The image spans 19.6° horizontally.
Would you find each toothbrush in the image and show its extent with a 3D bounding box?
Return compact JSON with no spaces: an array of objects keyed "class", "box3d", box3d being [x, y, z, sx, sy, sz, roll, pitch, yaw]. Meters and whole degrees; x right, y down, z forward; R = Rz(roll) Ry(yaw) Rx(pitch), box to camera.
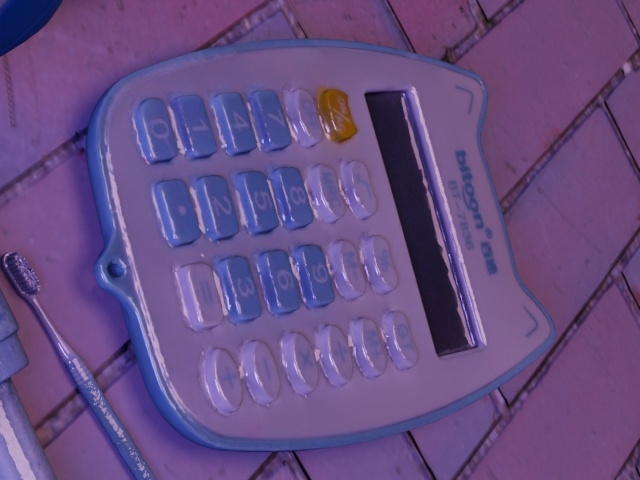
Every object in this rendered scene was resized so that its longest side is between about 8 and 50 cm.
[{"class":"toothbrush","box3d":[-0.124,0.077,0.992,0.011,0.014,0.167,-38,106,-34]}]

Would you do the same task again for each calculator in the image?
[{"class":"calculator","box3d":[0.000,0.000,1.151,0.386,0.054,0.256,-8,81,-51]}]

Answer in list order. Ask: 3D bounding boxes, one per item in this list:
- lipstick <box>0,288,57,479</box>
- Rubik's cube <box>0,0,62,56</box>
[{"class":"lipstick","box3d":[-0.170,0.072,0.898,0.068,0.061,0.274,-31,99,-53]},{"class":"Rubik's cube","box3d":[-0.208,-0.201,0.849,0.254,0.254,0.254,25,56,-43]}]
